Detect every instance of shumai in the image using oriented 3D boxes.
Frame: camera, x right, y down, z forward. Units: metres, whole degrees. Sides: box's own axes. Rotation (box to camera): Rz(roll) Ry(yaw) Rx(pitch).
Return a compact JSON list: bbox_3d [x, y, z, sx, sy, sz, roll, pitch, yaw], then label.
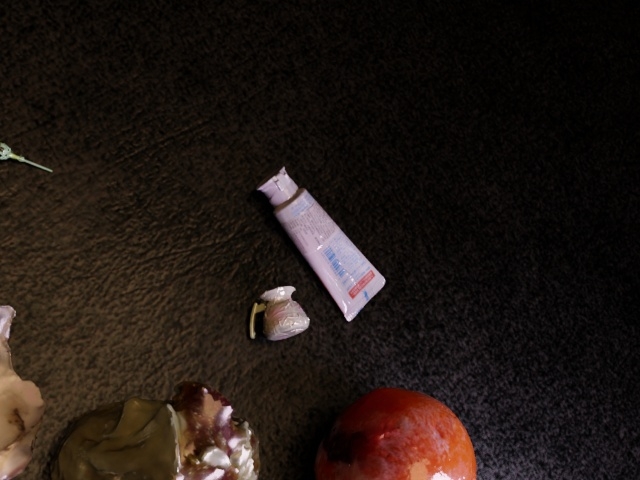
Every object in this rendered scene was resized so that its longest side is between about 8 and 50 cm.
[{"bbox_3d":[-0.170,0.271,1.044,0.256,0.218,0.189,4,68,-27],"label":"shumai"}]

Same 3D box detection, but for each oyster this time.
[{"bbox_3d":[-0.443,0.201,1.002,0.271,0.100,0.275,7,60,-25],"label":"oyster"}]

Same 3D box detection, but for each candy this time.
[{"bbox_3d":[-0.384,-0.105,1.161,0.083,0.023,0.025,21,110,-24],"label":"candy"}]

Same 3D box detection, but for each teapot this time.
[{"bbox_3d":[-0.061,0.101,1.229,0.083,0.064,0.064,-19,74,4],"label":"teapot"}]

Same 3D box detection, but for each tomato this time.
[{"bbox_3d":[0.092,0.289,1.155,0.184,0.208,0.208,47,62,-8],"label":"tomato"}]

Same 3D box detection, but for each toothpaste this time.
[{"bbox_3d":[0.000,0.000,1.289,0.089,0.057,0.234,-44,102,-26],"label":"toothpaste"}]
